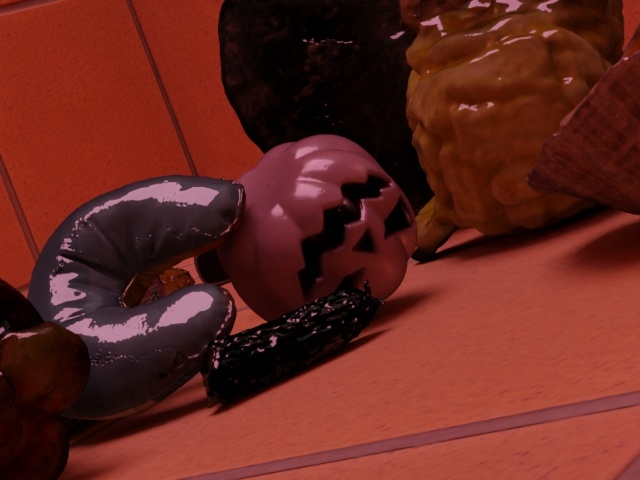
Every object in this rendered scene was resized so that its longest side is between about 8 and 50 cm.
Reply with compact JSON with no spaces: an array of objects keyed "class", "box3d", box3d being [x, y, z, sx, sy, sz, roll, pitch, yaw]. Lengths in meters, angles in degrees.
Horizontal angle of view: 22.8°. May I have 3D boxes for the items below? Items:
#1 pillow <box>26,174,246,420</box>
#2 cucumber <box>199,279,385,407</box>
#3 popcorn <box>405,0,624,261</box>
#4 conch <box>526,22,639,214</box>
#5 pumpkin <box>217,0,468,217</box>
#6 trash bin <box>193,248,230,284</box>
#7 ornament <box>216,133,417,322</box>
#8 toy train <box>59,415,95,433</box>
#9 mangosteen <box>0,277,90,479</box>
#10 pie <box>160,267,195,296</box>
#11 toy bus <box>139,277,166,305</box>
[{"class":"pillow","box3d":[-0.161,0.047,1.342,0.214,0.086,0.233,-19,44,22]},{"class":"cucumber","box3d":[-0.024,0.082,1.270,0.181,0.053,0.053,-22,5,-28]},{"class":"popcorn","box3d":[0.204,-0.133,1.572,0.293,0.237,0.293,-21,9,3]},{"class":"conch","box3d":[0.314,-0.114,1.235,0.297,0.210,0.352,-28,-24,-44]},{"class":"pumpkin","box3d":[0.104,-0.238,1.904,0.454,0.454,0.344,-21,3,-7]},{"class":"trash bin","box3d":[-0.122,0.020,2.258,0.116,0.059,0.130,-19,4,-3]},{"class":"ornament","box3d":[0.001,0.000,1.416,0.177,0.177,0.177,-20,5,2]},{"class":"toy train","box3d":[-0.246,0.144,1.402,0.099,0.070,0.172,-1,18,45]},{"class":"mangosteen","box3d":[-0.280,0.117,1.181,0.210,0.210,0.210,-20,5,2]},{"class":"pie","box3d":[-0.285,0.096,2.057,0.273,0.069,0.273,-16,4,1]},{"class":"toy bus","box3d":[-0.247,0.099,1.644,0.096,0.108,0.199,-14,9,45]}]
